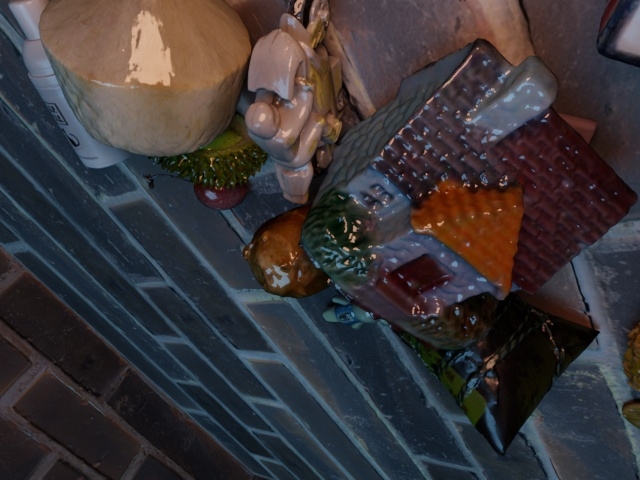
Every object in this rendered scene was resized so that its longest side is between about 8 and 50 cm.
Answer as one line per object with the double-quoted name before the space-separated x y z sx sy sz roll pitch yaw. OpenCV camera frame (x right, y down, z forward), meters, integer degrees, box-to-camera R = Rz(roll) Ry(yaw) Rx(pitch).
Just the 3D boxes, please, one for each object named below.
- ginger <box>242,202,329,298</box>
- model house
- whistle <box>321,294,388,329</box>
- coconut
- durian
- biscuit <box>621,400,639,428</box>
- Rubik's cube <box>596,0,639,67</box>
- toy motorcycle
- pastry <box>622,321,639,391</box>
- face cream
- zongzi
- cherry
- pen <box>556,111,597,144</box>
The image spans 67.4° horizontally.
"ginger" -0.005 0.000 0.902 0.152 0.275 0.357 64 170 -4
"model house" 0.224 -0.052 0.661 0.360 0.297 0.339 37 140 -17
"whistle" 0.084 0.176 1.208 0.114 0.077 0.236 53 145 -11
"coconut" -0.259 -0.291 0.751 0.329 0.328 0.328 19 141 16
"durian" -0.268 -0.214 0.974 0.352 0.169 0.158 28 168 8
"biscuit" 0.748 0.356 0.979 0.118 0.029 0.247 37 142 -8
"Rubik's cube" 0.405 -0.267 0.314 0.293 0.286 0.291 22 142 14
"toy motorcycle" -0.037 -0.203 0.748 0.108 0.222 0.340 19 143 21
"pastry" 0.616 0.185 0.821 0.155 0.102 0.249 7 134 27
"face cream" -0.516 -0.339 0.987 0.146 0.145 0.369 10 138 27
"zongzi" 0.282 0.145 0.922 0.384 0.319 0.362 27 148 38
"cherry" -0.275 -0.120 1.086 0.226 0.090 0.107 9 178 6
"pen" 0.292 -0.173 0.705 0.197 0.032 0.053 15 140 18
